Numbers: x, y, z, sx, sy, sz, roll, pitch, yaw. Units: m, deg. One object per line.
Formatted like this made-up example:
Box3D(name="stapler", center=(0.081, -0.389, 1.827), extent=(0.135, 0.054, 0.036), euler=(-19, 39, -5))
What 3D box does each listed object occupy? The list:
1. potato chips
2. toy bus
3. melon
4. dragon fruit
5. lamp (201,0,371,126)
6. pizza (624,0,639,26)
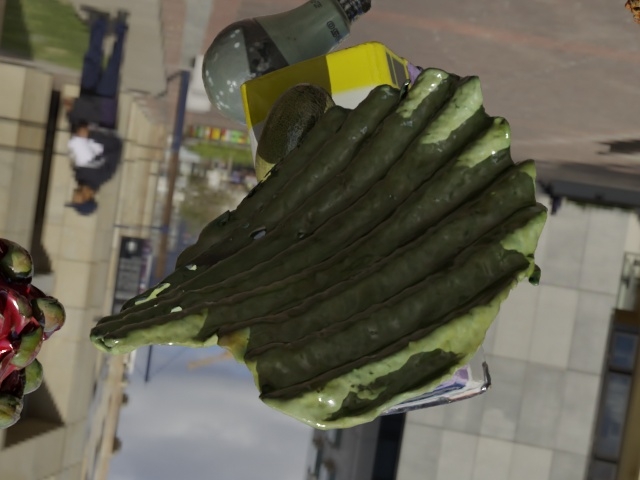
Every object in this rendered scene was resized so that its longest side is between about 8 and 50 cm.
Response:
Box3D(name="potato chips", center=(0.004, -0.004, 0.900), extent=(0.373, 0.097, 0.389), euler=(7, -136, 41))
Box3D(name="toy bus", center=(0.058, -0.002, 1.323), extent=(0.209, 0.440, 0.249), euler=(-14, 171, 20))
Box3D(name="melon", center=(-0.022, -0.095, 1.160), extent=(0.099, 0.162, 0.099), euler=(4, -151, -2))
Box3D(name="dragon fruit", center=(-0.316, 0.086, 0.853), extent=(0.218, 0.273, 0.198), euler=(-24, -125, -16))
Box3D(name="lamp", center=(-0.062, -0.325, 1.765), extent=(0.182, 0.314, 0.182), euler=(43, -165, -14))
Box3D(name="pizza", center=(0.388, -0.284, 1.163), extent=(0.058, 0.127, 0.246), euler=(35, -162, 2))
